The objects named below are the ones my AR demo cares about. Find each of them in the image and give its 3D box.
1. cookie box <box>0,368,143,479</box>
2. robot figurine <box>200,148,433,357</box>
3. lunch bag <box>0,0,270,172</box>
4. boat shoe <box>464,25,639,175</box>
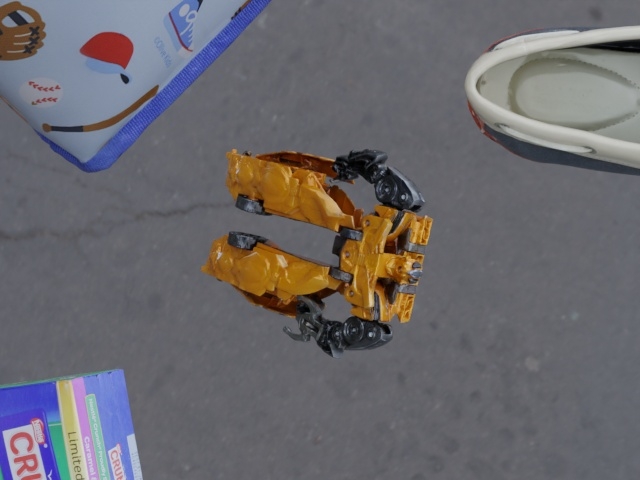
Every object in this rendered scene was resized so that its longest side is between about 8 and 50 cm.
[{"bbox_3d":[-0.130,0.106,0.493,0.040,0.107,0.091,-8,88,-66],"label":"cookie box"},{"bbox_3d":[0.000,0.000,1.208,0.085,0.291,0.211,7,98,-47],"label":"robot figurine"},{"bbox_3d":[-0.143,-0.293,0.802,0.385,0.328,0.239,-47,57,-10],"label":"lunch bag"},{"bbox_3d":[0.108,-0.040,0.320,0.137,0.043,0.049,4,90,16],"label":"boat shoe"}]
